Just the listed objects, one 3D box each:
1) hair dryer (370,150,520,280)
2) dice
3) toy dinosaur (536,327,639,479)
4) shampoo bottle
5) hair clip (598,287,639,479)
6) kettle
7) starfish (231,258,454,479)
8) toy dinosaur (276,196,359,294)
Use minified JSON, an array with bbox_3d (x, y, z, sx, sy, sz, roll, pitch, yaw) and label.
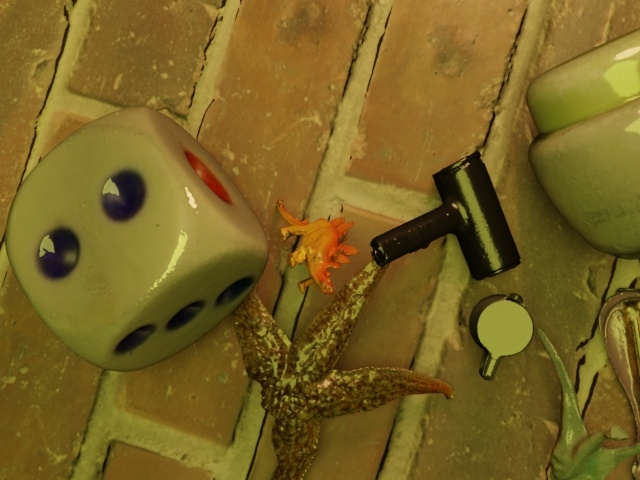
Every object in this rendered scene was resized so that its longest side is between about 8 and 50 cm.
[{"bbox_3d":[0.184,-0.014,1.670,0.251,0.089,0.197,-21,88,-27],"label":"hair dryer"},{"bbox_3d":[-0.280,-0.001,1.626,0.304,0.277,0.304,-41,69,10],"label":"dice"},{"bbox_3d":[0.422,0.321,1.649,0.393,0.092,0.205,57,138,7],"label":"toy dinosaur"},{"bbox_3d":[0.477,-0.146,1.569,0.322,0.322,0.317,-25,91,4],"label":"shampoo bottle"},{"bbox_3d":[0.532,0.250,1.684,0.110,0.095,0.358,-14,77,34],"label":"hair clip"},{"bbox_3d":[0.277,0.144,1.665,0.127,0.148,0.098,-39,86,4],"label":"kettle"},{"bbox_3d":[-0.006,0.214,1.710,0.384,0.132,0.398,-24,89,0],"label":"starfish"},{"bbox_3d":[0.000,0.000,1.666,0.117,0.288,0.070,-14,121,-5],"label":"toy dinosaur"}]
